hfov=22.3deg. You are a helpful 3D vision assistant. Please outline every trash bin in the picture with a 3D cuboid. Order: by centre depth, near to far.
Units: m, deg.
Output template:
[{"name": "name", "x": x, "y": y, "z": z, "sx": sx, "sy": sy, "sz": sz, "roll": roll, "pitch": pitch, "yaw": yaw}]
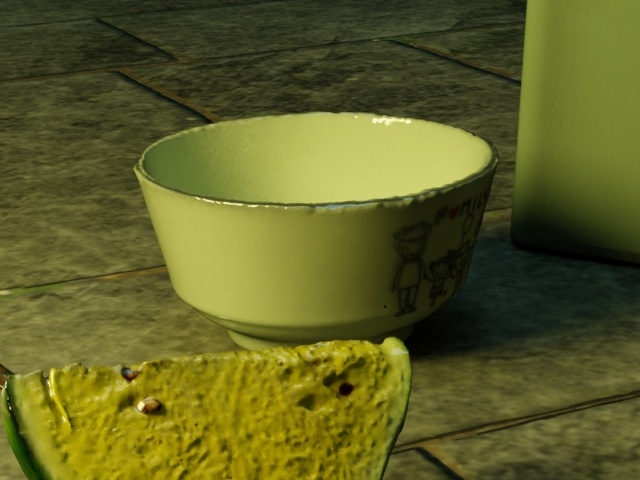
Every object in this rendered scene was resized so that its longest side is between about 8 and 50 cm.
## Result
[{"name": "trash bin", "x": 0.248, "y": -0.175, "z": 1.104, "sx": 0.158, "sy": 0.343, "sz": 0.223, "roll": 12, "pitch": 21, "yaw": 31}]

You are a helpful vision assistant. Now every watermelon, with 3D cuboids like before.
[{"name": "watermelon", "x": -0.041, "y": 0.100, "z": 0.679, "sx": 0.181, "sy": 0.092, "sz": 0.075, "roll": -1, "pitch": 29, "yaw": -27}]

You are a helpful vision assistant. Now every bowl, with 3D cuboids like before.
[{"name": "bowl", "x": 0.000, "y": 0.000, "z": 0.948, "sx": 0.211, "sy": 0.112, "sz": 0.211, "roll": -2, "pitch": 17, "yaw": 1}]

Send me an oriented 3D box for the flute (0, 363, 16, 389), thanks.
[{"name": "flute", "x": -0.237, "y": 0.049, "z": 0.977, "sx": 0.014, "sy": 0.014, "sz": 0.269, "roll": -13, "pitch": 20, "yaw": -32}]
